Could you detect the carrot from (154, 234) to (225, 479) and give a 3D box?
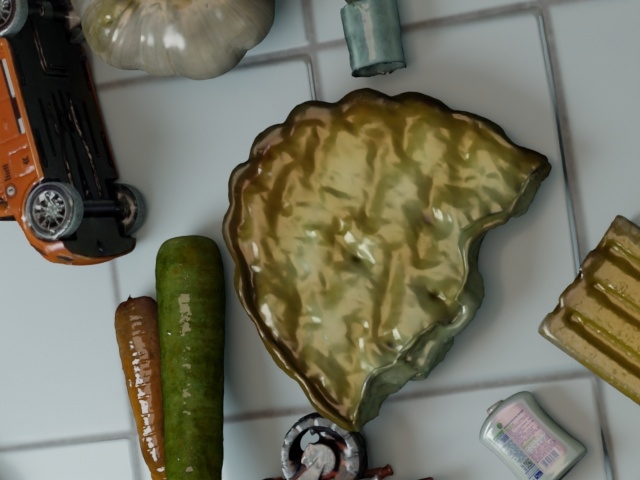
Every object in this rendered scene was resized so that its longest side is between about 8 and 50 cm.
[{"bbox_3d":[-0.128,0.168,1.852,0.074,0.074,0.358,-8,74,18],"label":"carrot"}]

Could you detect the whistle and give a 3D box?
[{"bbox_3d":[0.034,-0.322,1.852,0.062,0.062,0.312,-11,84,18],"label":"whistle"}]

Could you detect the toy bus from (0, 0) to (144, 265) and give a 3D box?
[{"bbox_3d":[-0.307,-0.123,1.920,0.153,0.143,0.329,-20,83,27],"label":"toy bus"}]

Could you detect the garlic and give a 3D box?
[{"bbox_3d":[-0.143,-0.267,1.860,0.228,0.152,0.228,-3,73,10],"label":"garlic"}]

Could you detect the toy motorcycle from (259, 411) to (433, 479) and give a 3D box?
[{"bbox_3d":[-0.025,0.319,1.834,0.171,0.089,0.298,36,98,15],"label":"toy motorcycle"}]

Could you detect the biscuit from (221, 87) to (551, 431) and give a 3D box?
[{"bbox_3d":[0.077,0.003,1.806,0.335,0.078,0.329,-19,85,6],"label":"biscuit"}]

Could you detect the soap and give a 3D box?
[{"bbox_3d":[0.341,0.095,1.730,0.232,0.073,0.140,35,100,16],"label":"soap"}]

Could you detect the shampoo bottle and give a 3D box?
[{"bbox_3d":[0.203,0.196,1.787,0.099,0.043,0.072,45,101,15],"label":"shampoo bottle"}]

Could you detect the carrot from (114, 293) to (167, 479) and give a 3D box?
[{"bbox_3d":[-0.172,0.177,1.908,0.059,0.059,0.248,-11,87,18],"label":"carrot"}]
